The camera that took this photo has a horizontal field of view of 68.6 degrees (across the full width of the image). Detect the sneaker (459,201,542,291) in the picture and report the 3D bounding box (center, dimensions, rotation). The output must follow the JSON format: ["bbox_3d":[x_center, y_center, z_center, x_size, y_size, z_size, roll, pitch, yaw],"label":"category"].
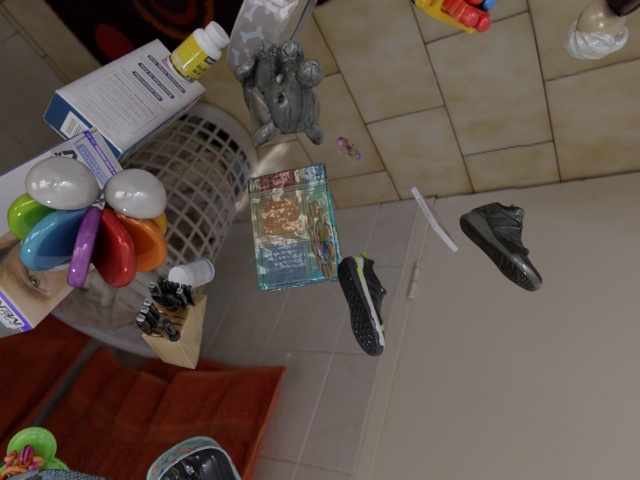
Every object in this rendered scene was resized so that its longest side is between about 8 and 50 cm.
[{"bbox_3d":[0.430,0.001,1.041,0.228,0.130,0.087,55,170,30],"label":"sneaker"}]

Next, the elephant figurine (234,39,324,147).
[{"bbox_3d":[-0.060,-0.227,0.793,0.169,0.239,0.186,-32,134,10],"label":"elephant figurine"}]

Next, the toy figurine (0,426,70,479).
[{"bbox_3d":[-0.450,0.388,0.693,0.130,0.173,0.159,2,176,-16],"label":"toy figurine"}]

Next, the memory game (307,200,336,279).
[{"bbox_3d":[0.000,0.000,1.067,0.012,0.186,0.186,-13,145,-14],"label":"memory game"}]

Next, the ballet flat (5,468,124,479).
[{"bbox_3d":[-0.219,0.253,0.430,0.188,0.070,0.070,1,142,-1],"label":"ballet flat"}]

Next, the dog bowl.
[{"bbox_3d":[-0.098,-0.503,1.055,0.102,0.349,0.349,28,143,-9],"label":"dog bowl"}]

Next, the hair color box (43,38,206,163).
[{"bbox_3d":[-0.440,-0.322,1.099,0.174,0.347,0.105,46,132,-16],"label":"hair color box"}]

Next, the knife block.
[{"bbox_3d":[-0.349,0.214,1.079,0.088,0.242,0.276,13,105,4],"label":"knife block"}]

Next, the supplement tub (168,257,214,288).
[{"bbox_3d":[-0.340,0.091,1.244,0.071,0.107,0.071,5,102,26],"label":"supplement tub"}]

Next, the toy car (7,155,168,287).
[{"bbox_3d":[-0.276,-0.003,0.572,0.181,0.136,0.159,7,133,-32],"label":"toy car"}]

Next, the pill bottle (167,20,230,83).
[{"bbox_3d":[-0.230,-0.358,0.891,0.116,0.065,0.065,-33,120,22],"label":"pill bottle"}]

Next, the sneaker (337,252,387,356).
[{"bbox_3d":[0.116,0.133,1.037,0.097,0.235,0.084,-4,159,-30],"label":"sneaker"}]

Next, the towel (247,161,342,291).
[{"bbox_3d":[-0.085,-0.041,1.440,0.271,0.370,0.040,-11,169,11],"label":"towel"}]

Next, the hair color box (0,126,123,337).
[{"bbox_3d":[-0.426,-0.029,0.732,0.110,0.339,0.185,-16,117,21],"label":"hair color box"}]

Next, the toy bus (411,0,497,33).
[{"bbox_3d":[0.206,-0.443,0.794,0.220,0.212,0.149,6,141,-28],"label":"toy bus"}]

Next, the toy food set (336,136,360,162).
[{"bbox_3d":[0.073,-0.245,1.219,0.078,0.122,0.019,32,117,-16],"label":"toy food set"}]

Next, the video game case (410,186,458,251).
[{"bbox_3d":[0.367,-0.066,1.502,0.022,0.173,0.190,-34,142,17],"label":"video game case"}]

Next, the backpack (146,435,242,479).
[{"bbox_3d":[-0.318,0.639,1.197,0.191,0.225,0.254,2,113,60],"label":"backpack"}]

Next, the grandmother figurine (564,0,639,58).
[{"bbox_3d":[0.479,-0.410,0.671,0.104,0.208,0.342,44,151,13],"label":"grandmother figurine"}]
